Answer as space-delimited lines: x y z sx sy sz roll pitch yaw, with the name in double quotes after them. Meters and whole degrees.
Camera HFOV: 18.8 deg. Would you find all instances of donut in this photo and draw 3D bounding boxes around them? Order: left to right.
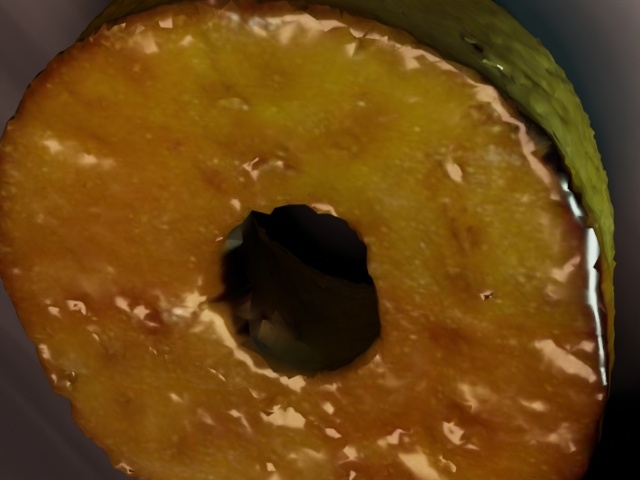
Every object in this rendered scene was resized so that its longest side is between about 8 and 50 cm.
0.000 0.000 0.430 0.152 0.058 0.152 10 132 12 "donut"
